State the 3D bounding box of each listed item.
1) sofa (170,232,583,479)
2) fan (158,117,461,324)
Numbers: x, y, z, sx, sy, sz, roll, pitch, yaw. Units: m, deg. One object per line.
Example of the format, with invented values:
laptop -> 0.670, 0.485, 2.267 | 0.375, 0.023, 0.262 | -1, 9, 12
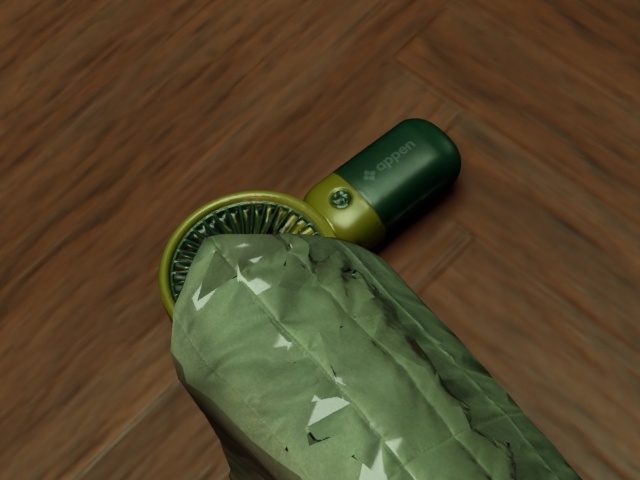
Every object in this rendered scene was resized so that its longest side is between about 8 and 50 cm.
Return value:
sofa -> 0.002, 0.144, 0.565 | 0.176, 0.225, 0.210 | -32, 62, -14
fan -> 0.000, 0.000, 0.760 | 0.155, 0.039, 0.082 | -36, 59, -13
